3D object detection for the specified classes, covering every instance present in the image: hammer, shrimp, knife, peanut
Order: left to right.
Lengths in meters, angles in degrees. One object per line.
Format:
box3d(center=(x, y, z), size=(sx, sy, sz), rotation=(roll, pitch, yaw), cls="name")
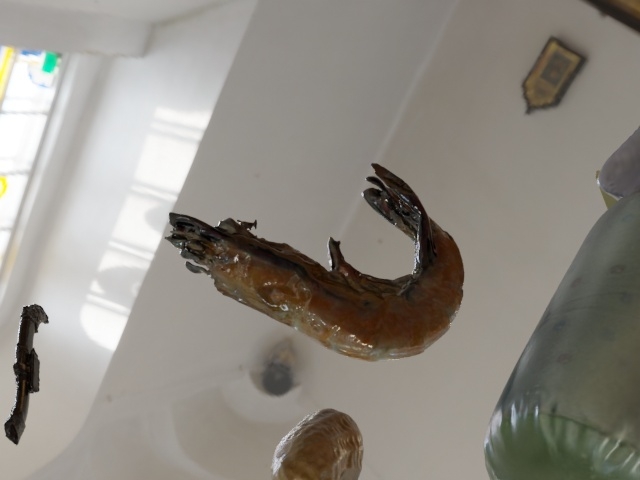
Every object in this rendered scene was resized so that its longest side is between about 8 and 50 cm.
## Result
box3d(center=(-0.281, 0.115, 0.867), size=(0.021, 0.046, 0.222), rotation=(-19, -153, -1), cls="knife")
box3d(center=(0.000, 0.000, 0.649), size=(0.219, 0.046, 0.152), rotation=(20, -124, 12), cls="shrimp")
box3d(center=(0.000, 0.277, 1.142), size=(0.108, 0.095, 0.226), rotation=(53, -167, 8), cls="peanut")
box3d(center=(0.254, 0.120, 0.429), size=(0.335, 0.119, 0.206), rotation=(33, -122, 7), cls="hammer")

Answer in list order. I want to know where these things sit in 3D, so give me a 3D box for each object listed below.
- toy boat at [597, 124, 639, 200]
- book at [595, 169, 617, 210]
box3d(center=(0.350, -0.041, 0.532), size=(0.293, 0.276, 0.111), rotation=(11, -109, -13), cls="toy boat")
box3d(center=(0.285, -0.021, 0.757), size=(0.111, 0.077, 0.014), rotation=(59, -144, -30), cls="book")
